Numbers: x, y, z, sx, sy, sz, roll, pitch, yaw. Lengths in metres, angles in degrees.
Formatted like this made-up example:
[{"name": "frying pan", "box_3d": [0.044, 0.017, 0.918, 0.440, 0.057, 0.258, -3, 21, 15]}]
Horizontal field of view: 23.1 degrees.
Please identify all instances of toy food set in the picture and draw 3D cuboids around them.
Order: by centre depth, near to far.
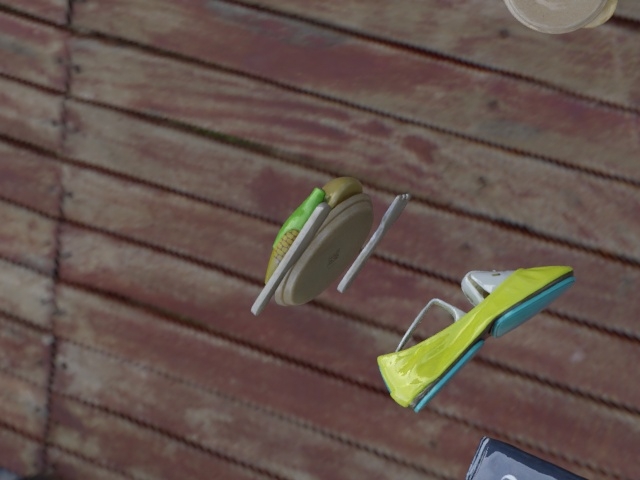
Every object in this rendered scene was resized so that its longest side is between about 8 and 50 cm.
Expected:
[{"name": "toy food set", "box_3d": [0.170, -0.189, 1.117, 0.083, 0.020, 0.082, -7, 112, 10]}, {"name": "toy food set", "box_3d": [0.000, 0.000, 1.362, 0.038, 0.192, 0.132, 40, 108, 18]}]

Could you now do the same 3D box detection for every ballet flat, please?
[{"name": "ballet flat", "box_3d": [0.152, 0.077, 1.571, 0.077, 0.231, 0.077, 49, 165, 15]}]

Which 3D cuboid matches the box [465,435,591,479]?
[{"name": "box", "box_3d": [0.241, 0.350, 1.014, 0.395, 0.212, 0.293, 22, 82, 24]}]
